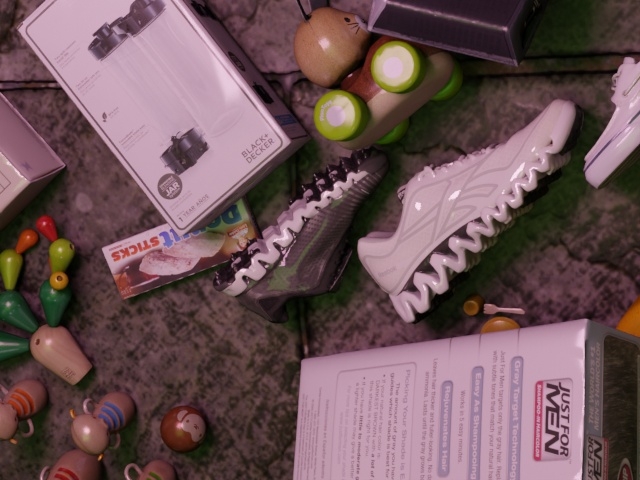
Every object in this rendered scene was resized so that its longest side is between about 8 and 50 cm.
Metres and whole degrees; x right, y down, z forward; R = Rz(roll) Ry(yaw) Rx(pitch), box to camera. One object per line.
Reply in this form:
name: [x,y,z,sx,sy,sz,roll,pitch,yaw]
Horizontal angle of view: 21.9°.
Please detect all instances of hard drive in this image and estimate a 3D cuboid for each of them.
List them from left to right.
hard drive: [0.155,-0.304,1.619,0.172,0.054,0.255,15,69,11]

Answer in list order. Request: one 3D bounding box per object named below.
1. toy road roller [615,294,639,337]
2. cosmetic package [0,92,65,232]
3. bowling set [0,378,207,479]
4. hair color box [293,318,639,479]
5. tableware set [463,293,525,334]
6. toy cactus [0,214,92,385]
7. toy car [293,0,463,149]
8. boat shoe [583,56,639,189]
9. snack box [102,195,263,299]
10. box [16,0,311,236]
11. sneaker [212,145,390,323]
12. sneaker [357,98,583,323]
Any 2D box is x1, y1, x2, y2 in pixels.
toy road roller: [0.380,0.041,1.632,0.240,0.202,0.330,-23,96,29]
cosmetic package: [-0.457,-0.032,1.869,0.309,0.113,0.160,-41,90,18]
bowling set: [-0.238,0.245,1.848,0.200,0.154,0.287,-35,92,18]
hair color box: [0.142,0.198,1.650,0.374,0.113,0.185,-12,68,44]
tableware set: [0.170,0.135,1.794,0.104,0.024,0.154,7,104,16]
toy cactus: [-0.334,0.092,1.878,0.219,0.112,0.180,-44,99,10]
toy car: [0.032,-0.203,1.699,0.149,0.155,0.188,-39,78,18]
boat shoe: [0.333,-0.156,1.669,0.076,0.083,0.226,43,97,15]
snack box: [-0.154,0.007,1.846,0.178,0.022,0.064,-20,95,17]
box: [-0.166,-0.169,1.767,0.169,0.087,0.290,-40,86,17]
sneaker: [0.000,0.000,1.782,0.234,0.078,0.106,-43,107,8]
sneaker: [0.153,-0.047,1.721,0.118,0.110,0.292,46,108,11]
